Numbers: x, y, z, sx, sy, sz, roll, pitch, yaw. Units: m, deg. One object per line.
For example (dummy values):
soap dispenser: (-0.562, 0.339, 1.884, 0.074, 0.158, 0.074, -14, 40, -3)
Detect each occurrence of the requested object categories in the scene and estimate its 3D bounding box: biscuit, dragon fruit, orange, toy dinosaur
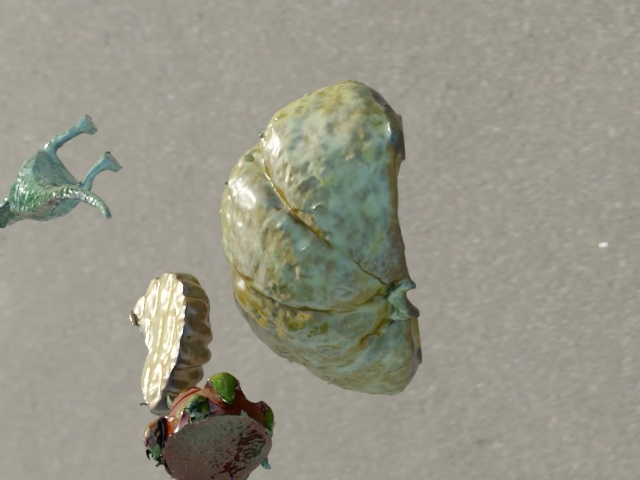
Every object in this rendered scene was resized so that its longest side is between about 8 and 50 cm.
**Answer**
biscuit: (-0.155, 0.106, 1.834, 0.118, 0.061, 0.183, -49, 33, 33)
dragon fruit: (-0.116, 0.194, 1.683, 0.175, 0.138, 0.142, -120, 40, -67)
orange: (0.000, 0.000, 1.813, 0.271, 0.210, 0.368, -96, -3, -51)
toy dinosaur: (-0.239, -0.071, 1.616, 0.076, 0.129, 0.383, 41, 162, -12)
